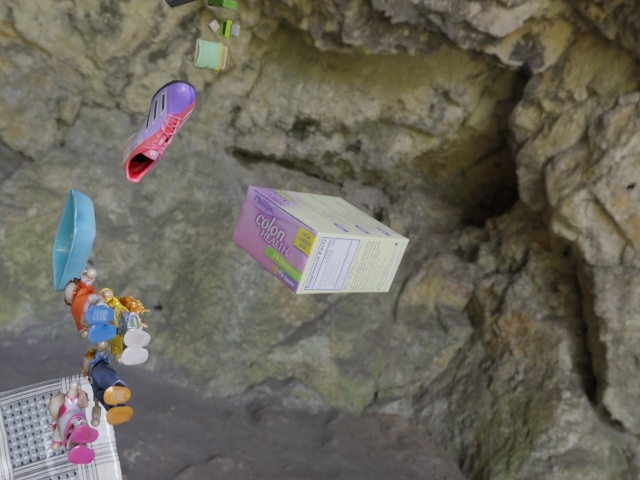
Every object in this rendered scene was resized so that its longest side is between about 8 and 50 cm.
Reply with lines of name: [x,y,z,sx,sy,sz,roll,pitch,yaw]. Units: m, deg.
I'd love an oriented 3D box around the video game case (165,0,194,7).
video game case: [-0.170,-0.549,1.100,0.196,0.274,0.026,-4,-20,28]

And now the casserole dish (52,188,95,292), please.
casserole dish: [-0.396,0.003,1.013,0.037,0.188,0.114,7,47,-32]

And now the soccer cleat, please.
soccer cleat: [-0.414,-0.276,1.622,0.108,0.318,0.116,22,42,-35]

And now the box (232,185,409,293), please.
box: [0.000,0.000,1.189,0.243,0.117,0.213,4,23,-44]

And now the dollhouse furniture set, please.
dollhouse furniture set: [-0.216,-0.433,1.342,0.058,0.152,0.076,23,19,38]

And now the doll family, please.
doll family: [-0.295,0.165,0.866,0.118,0.263,0.163,6,11,-35]

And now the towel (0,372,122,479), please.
towel: [-0.584,0.461,1.322,0.312,0.324,0.056,-11,-13,-11]
